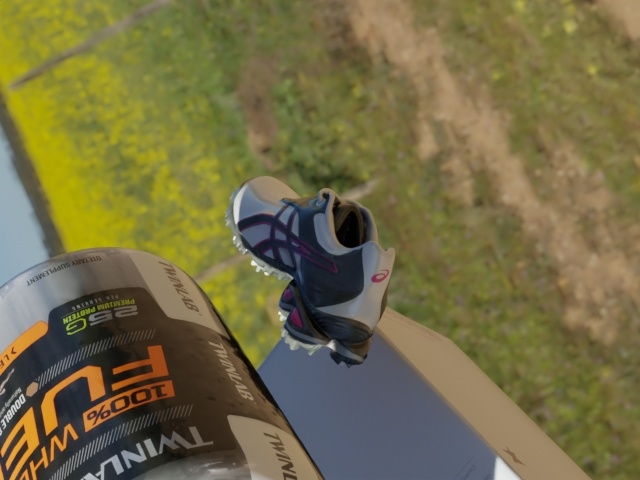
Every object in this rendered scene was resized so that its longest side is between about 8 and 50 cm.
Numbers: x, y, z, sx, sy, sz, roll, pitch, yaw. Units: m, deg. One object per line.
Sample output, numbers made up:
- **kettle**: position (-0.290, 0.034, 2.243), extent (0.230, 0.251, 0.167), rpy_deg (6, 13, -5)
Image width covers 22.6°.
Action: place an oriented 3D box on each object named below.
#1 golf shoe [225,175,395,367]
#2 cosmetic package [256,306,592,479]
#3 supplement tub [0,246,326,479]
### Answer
- **golf shoe**: position (0.000, 0.000, 1.464), extent (0.120, 0.105, 0.273), rpy_deg (-61, 33, 20)
- **cosmetic package**: position (0.144, 0.250, 1.491), extent (0.230, 0.161, 0.453), rpy_deg (27, -167, -48)
- **supplement tub**: position (-0.111, 0.169, 1.054), extent (0.338, 0.207, 0.207), rpy_deg (51, 163, 50)
